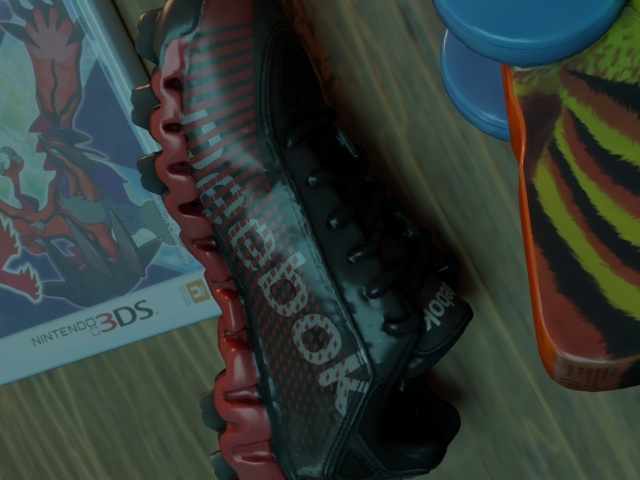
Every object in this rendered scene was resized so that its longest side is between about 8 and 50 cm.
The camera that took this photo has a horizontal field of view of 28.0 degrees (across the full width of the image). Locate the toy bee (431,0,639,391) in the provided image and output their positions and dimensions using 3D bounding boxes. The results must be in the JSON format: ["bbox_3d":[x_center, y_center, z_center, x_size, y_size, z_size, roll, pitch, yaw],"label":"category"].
[{"bbox_3d":[0.114,-0.107,0.462,0.162,0.195,0.298,-17,92,4],"label":"toy bee"}]

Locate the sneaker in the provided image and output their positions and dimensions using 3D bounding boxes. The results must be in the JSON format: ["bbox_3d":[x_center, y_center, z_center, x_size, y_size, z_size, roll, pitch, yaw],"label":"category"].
[{"bbox_3d":[0.000,0.000,0.592,0.135,0.097,0.276,-2,112,26],"label":"sneaker"}]

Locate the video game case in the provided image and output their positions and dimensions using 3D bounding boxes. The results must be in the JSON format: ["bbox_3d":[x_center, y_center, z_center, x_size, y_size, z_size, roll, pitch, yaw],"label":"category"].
[{"bbox_3d":[-0.155,-0.031,0.693,0.183,0.023,0.201,-19,101,29],"label":"video game case"}]
